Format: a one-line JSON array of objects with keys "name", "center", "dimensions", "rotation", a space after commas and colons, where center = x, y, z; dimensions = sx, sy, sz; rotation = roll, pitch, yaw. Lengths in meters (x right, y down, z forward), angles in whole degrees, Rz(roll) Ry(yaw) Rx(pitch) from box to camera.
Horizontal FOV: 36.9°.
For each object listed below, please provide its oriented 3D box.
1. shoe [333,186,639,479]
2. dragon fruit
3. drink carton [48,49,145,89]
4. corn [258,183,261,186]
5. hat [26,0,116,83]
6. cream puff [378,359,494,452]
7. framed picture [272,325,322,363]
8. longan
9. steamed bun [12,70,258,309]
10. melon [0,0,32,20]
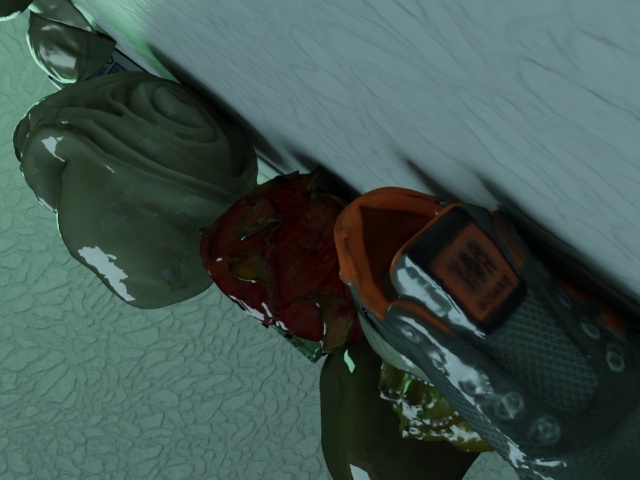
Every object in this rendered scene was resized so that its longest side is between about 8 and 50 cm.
[{"name": "shoe", "center": [0.115, 0.053, 0.566], "dimensions": [0.336, 0.132, 0.171], "rotation": [40, 170, 49]}, {"name": "dragon fruit", "center": [-0.004, -0.002, 1.035], "dimensions": [0.218, 0.148, 0.224], "rotation": [4, -147, -48]}, {"name": "drink carton", "center": [-0.273, -0.195, 1.525], "dimensions": [0.315, 0.107, 0.130], "rotation": [37, 178, 20]}, {"name": "corn", "center": [-0.142, -0.043, 1.427], "dimensions": [0.288, 0.087, 0.086], "rotation": [2, 174, 4]}, {"name": "hat", "center": [-0.408, -0.306, 1.382], "dimensions": [0.173, 0.144, 0.166], "rotation": [7, -159, -48]}, {"name": "cream puff", "center": [0.186, 0.193, 1.374], "dimensions": [0.244, 0.196, 0.244], "rotation": [13, 155, 6]}, {"name": "framed picture", "center": [-0.021, 0.079, 1.719], "dimensions": [0.281, 0.209, 0.019], "rotation": [38, 167, 46]}, {"name": "longan", "center": [0.135, 0.278, 1.611], "dimensions": [0.288, 0.350, 0.288], "rotation": [8, 154, 4]}, {"name": "steamed bun", "center": [-0.195, -0.092, 1.220], "dimensions": [0.310, 0.219, 0.324], "rotation": [52, -155, 9]}, {"name": "melon", "center": [-0.391, -0.316, 1.159], "dimensions": [0.098, 0.098, 0.130], "rotation": [40, -179, -29]}]
